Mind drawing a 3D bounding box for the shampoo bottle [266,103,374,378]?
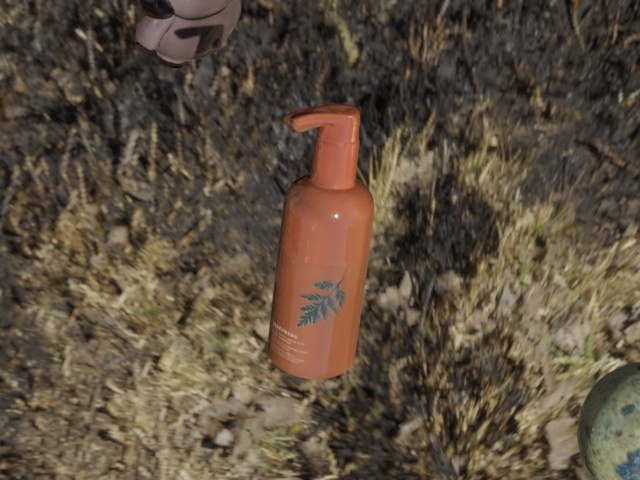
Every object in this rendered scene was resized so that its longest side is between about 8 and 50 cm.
[{"bbox_3d":[0.002,0.000,1.044,0.085,0.085,0.244,8,117,8],"label":"shampoo bottle"}]

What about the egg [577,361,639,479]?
[{"bbox_3d":[0.357,0.205,1.337,0.141,0.182,0.141,11,120,19],"label":"egg"}]

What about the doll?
[{"bbox_3d":[-0.155,-0.302,1.472,0.117,0.257,0.182,41,73,10],"label":"doll"}]
